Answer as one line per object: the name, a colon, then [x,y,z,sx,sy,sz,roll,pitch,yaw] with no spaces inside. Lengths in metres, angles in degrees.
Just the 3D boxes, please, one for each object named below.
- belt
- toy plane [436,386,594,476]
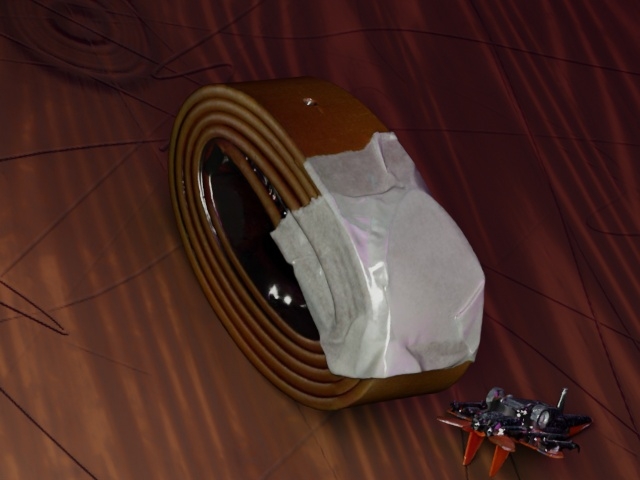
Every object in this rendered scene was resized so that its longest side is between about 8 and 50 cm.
belt: [0.000,0.000,1.534,0.122,0.217,0.339,-10,53,-40]
toy plane: [0.195,0.165,1.599,0.130,0.061,0.189,19,20,41]
